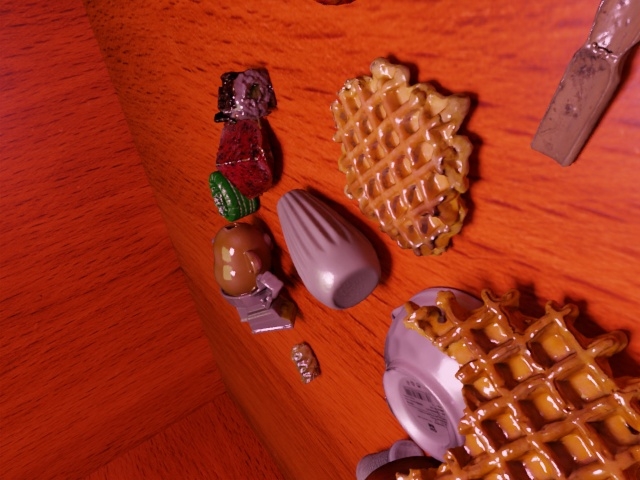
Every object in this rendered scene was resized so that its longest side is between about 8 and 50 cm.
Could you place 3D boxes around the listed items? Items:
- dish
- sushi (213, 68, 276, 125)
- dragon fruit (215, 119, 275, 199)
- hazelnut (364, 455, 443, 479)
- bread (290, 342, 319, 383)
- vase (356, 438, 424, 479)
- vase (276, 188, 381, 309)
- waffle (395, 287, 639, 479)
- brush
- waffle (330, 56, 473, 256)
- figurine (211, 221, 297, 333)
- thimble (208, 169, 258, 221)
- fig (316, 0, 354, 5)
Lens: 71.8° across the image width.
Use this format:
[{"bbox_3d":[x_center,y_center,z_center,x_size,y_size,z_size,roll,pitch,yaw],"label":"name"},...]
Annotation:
[{"bbox_3d":[0.176,0.212,0.623,0.303,0.120,0.303,41,145,37],"label":"dish"},{"bbox_3d":[-0.142,-0.262,0.807,0.084,0.098,0.094,19,120,51],"label":"sushi"},{"bbox_3d":[-0.135,-0.169,0.922,0.127,0.120,0.161,0,152,19],"label":"dragon fruit"},{"bbox_3d":[0.191,0.468,0.590,0.366,0.366,0.365,43,147,37],"label":"hazelnut"},{"bbox_3d":[-0.042,0.333,1.211,0.066,0.060,0.110,-27,86,51],"label":"bread"},{"bbox_3d":[0.152,0.493,0.961,0.096,0.096,0.219,53,149,23],"label":"vase"},{"bbox_3d":[0.000,0.000,0.764,0.248,0.128,0.128,54,154,41],"label":"vase"},{"bbox_3d":[0.197,0.196,0.457,0.260,0.069,0.293,1,76,36],"label":"waffle"},{"bbox_3d":[0.218,-0.154,0.313,0.043,0.036,0.248,52,159,32],"label":"brush"},{"bbox_3d":[0.096,-0.105,0.569,0.238,0.059,0.243,39,142,47],"label":"waffle"},{"bbox_3d":[-0.180,0.085,1.122,0.343,0.167,0.285,4,128,38],"label":"figurine"},{"bbox_3d":[-0.212,-0.113,1.086,0.118,0.090,0.130,43,147,35],"label":"thimble"},{"bbox_3d":[0.020,-0.311,0.462,0.128,0.150,0.128,6,103,27],"label":"fig"}]
